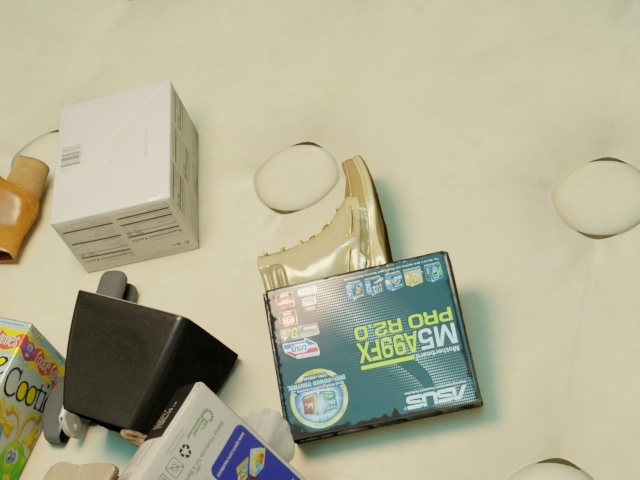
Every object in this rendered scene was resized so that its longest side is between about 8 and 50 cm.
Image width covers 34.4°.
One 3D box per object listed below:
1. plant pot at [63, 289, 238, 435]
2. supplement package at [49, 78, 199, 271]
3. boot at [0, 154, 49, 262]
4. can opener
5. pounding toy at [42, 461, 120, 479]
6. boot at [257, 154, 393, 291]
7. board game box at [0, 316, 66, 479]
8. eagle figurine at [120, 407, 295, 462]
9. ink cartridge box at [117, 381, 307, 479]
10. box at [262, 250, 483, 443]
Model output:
[{"bbox_3d":[-0.258,0.194,1.480,0.187,0.188,0.167,12,73,25],"label":"plant pot"},{"bbox_3d":[-0.322,-0.108,1.730,0.204,0.145,0.262,-12,52,9],"label":"supplement package"},{"bbox_3d":[-0.637,-0.062,1.826,0.295,0.104,0.211,6,57,17],"label":"boot"},{"bbox_3d":[-0.355,0.174,1.582,0.093,0.074,0.280,2,56,20],"label":"can opener"},{"bbox_3d":[-0.341,0.402,1.315,0.154,0.155,0.269,16,66,29],"label":"pounding toy"},{"bbox_3d":[0.000,0.000,1.579,0.203,0.095,0.262,-13,62,8],"label":"boot"},{"bbox_3d":[-0.509,0.262,1.524,0.142,0.144,0.275,7,59,22],"label":"board game box"},{"bbox_3d":[-0.125,0.378,1.296,0.226,0.225,0.298,-10,41,-3],"label":"eagle figurine"},{"bbox_3d":[-0.070,0.353,1.215,0.069,0.371,0.176,-27,24,48],"label":"ink cartridge box"},{"bbox_3d":[0.070,0.149,1.430,0.270,0.060,0.216,-13,72,9],"label":"box"}]
